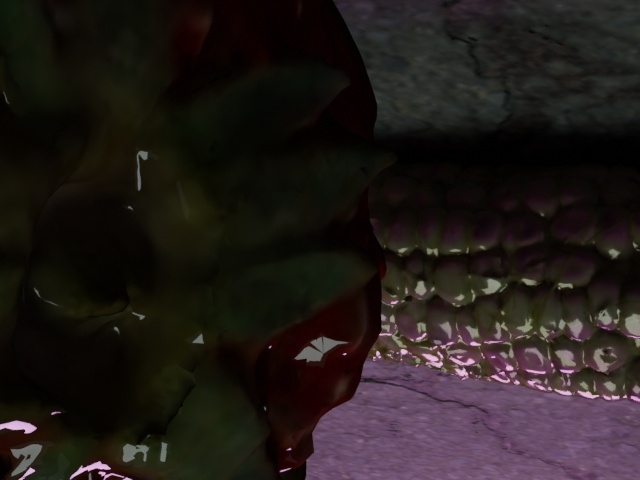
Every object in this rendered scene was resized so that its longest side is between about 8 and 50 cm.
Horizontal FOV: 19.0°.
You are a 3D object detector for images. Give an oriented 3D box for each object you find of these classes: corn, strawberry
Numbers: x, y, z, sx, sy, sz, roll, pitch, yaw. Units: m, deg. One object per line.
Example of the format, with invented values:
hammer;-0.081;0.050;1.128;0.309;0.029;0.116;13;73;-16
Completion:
corn;0.152;0.023;0.860;0.335;0.126;0.126;3;157;14
strawberry;-0.171;-0.025;0.687;0.317;0.295;0.345;-19;-162;-40

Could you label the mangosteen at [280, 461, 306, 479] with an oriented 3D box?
mangosteen;-0.155;0.099;0.955;0.347;0.307;0.307;-14;164;-20
